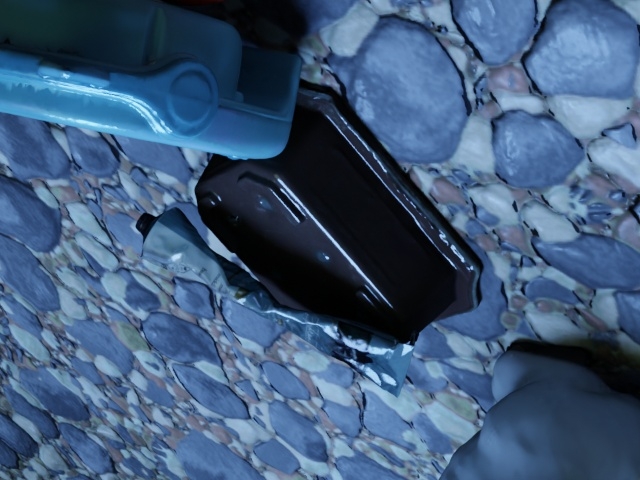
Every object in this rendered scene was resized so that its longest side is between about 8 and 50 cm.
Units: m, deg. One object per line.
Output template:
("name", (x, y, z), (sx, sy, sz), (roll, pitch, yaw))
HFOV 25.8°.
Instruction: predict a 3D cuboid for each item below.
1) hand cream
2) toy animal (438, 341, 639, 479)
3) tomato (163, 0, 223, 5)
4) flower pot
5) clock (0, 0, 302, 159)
("hand cream", (-0.037, 0.041, 1.105), (0.248, 0.052, 0.075), (26, 167, 9))
("toy animal", (0.140, 0.255, 1.054), (0.258, 0.357, 0.194), (-10, 120, 51))
("tomato", (-0.089, -0.241, 0.868), (0.195, 0.136, 0.195), (17, 151, 10))
("flower pot", (0.000, 0.000, 1.128), (0.251, 0.084, 0.179), (48, 146, -15))
("clock", (-0.149, -0.121, 0.953), (0.224, 0.094, 0.274), (12, -178, 17))
